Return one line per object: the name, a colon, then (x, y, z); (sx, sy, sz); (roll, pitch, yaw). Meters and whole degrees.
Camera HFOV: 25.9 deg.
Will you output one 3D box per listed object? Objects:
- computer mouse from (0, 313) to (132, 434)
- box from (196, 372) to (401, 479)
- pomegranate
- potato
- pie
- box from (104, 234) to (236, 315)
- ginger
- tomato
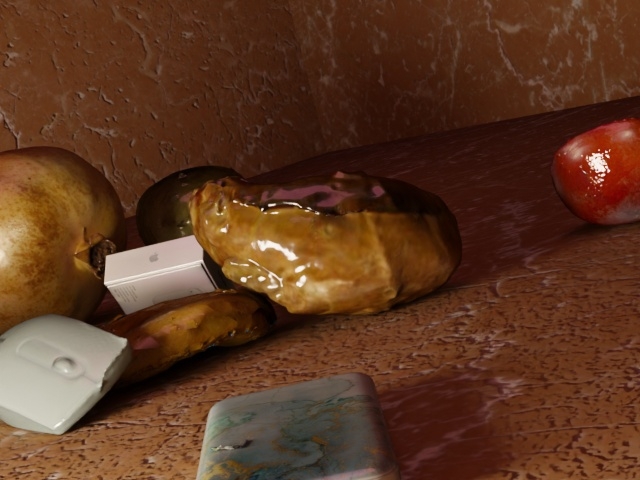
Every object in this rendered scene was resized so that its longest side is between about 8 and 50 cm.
computer mouse: (-0.292, 0.135, 1.461); (0.231, 0.079, 0.128); (-3, 42, 51)
box: (-0.020, 0.155, 1.044); (0.142, 0.044, 0.285); (-10, 8, -1)
pomegranate: (-0.422, 0.007, 2.013); (0.319, 0.319, 0.319); (-14, 7, 2)
potato: (-0.207, -0.036, 2.339); (0.210, 0.173, 0.307); (-13, 9, -4)
pie: (-0.178, 0.110, 1.592); (0.273, 0.069, 0.273); (-16, 3, 1)
box: (-0.183, 0.062, 1.735); (0.129, 0.130, 0.051); (-13, 49, 11)
ginger: (0.000, 0.000, 1.571); (0.321, 0.165, 0.172); (9, 35, 3)
tomato: (0.383, -0.065, 1.732); (0.173, 0.099, 0.189); (-27, -39, 27)
